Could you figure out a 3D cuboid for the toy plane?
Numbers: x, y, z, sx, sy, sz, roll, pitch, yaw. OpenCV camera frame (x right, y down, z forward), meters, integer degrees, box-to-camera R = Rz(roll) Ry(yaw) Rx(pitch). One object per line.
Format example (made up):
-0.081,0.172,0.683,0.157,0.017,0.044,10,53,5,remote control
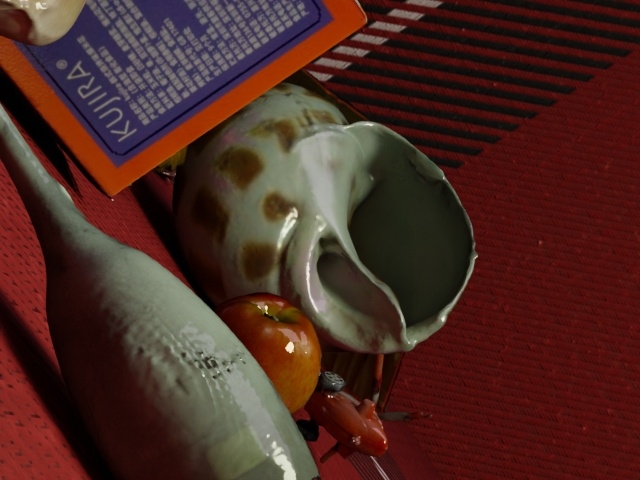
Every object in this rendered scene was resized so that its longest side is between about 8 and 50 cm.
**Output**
0.003,0.135,1.758,0.077,0.126,0.194,7,45,-50,toy plane

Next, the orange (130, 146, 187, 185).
-0.166,-0.136,1.625,0.112,0.170,0.160,22,-6,13,orange

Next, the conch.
-0.015,-0.031,1.751,0.197,0.249,0.368,102,-33,-68,conch

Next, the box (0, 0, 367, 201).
-0.192,-0.277,1.392,0.348,0.257,0.318,53,2,-40,box

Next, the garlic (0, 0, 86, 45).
-0.243,-0.196,1.077,0.217,0.110,0.228,46,2,4,garlic

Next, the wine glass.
-0.106,-0.003,0.839,0.309,0.096,0.264,57,-11,4,wine glass

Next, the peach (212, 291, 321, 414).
-0.047,0.089,1.378,0.101,0.101,0.101,56,2,-3,peach

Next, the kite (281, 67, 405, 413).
-0.002,0.000,1.889,0.013,0.327,0.377,-14,92,-45,kite

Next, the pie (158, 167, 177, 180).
-0.196,-0.145,2.066,0.182,0.049,0.182,54,2,-3,pie
